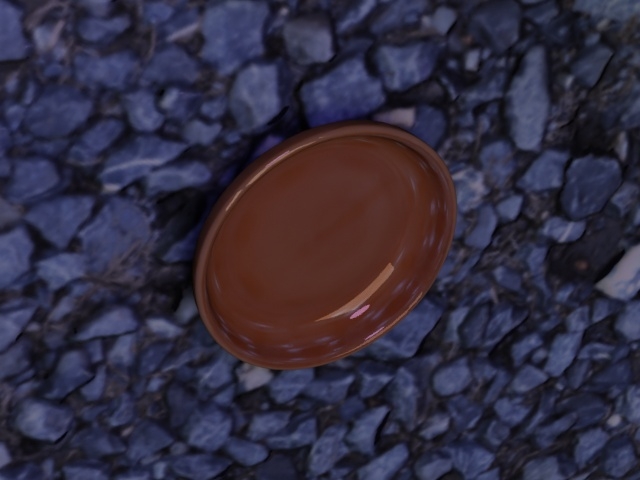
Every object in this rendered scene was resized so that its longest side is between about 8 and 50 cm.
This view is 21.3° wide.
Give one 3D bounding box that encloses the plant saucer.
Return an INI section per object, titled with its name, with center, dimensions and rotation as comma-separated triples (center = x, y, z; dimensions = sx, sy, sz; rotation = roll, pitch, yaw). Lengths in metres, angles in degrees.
[plant saucer]
center = 0.000, 0.000, 1.181
dimensions = 0.200, 0.037, 0.200
rotation = -16, 129, -21
